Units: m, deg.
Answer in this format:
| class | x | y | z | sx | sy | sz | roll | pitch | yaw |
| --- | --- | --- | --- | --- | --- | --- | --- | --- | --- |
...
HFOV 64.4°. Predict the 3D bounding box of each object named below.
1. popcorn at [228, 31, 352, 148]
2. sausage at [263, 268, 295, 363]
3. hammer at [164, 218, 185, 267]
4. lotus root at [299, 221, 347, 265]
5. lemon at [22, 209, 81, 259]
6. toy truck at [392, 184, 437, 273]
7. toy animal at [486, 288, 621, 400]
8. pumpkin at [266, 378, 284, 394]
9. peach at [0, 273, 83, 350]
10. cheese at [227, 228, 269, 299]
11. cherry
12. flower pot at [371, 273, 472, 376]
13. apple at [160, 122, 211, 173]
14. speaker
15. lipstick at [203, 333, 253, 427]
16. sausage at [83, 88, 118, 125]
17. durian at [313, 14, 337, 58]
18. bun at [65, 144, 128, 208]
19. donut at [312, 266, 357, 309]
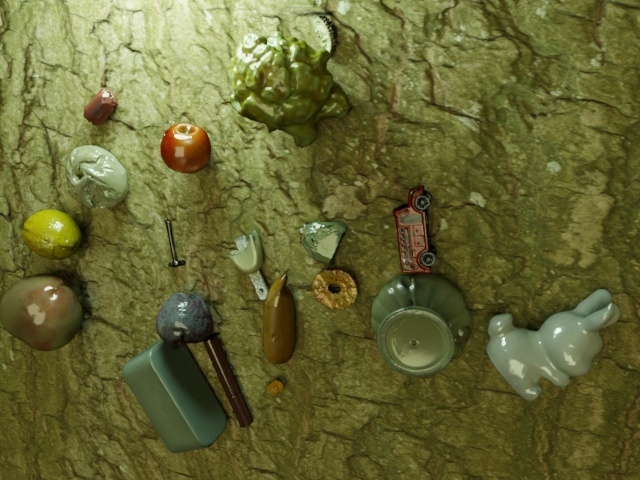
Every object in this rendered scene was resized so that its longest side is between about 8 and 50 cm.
| class | x | y | z | sx | sy | sz | roll | pitch | yaw |
| --- | --- | --- | --- | --- | --- | --- | --- | --- | --- |
| popcorn | -0.098 | -0.440 | 1.425 | 0.336 | 0.279 | 0.274 | 27 | 90 | 21 |
| sausage | -0.136 | 0.249 | 1.689 | 0.112 | 0.112 | 0.328 | 6 | 105 | 14 |
| hammer | -0.519 | 0.008 | 1.786 | 0.065 | 0.021 | 0.178 | -5 | 100 | 16 |
| lotus root | -0.001 | 0.002 | 1.610 | 0.144 | 0.070 | 0.142 | 16 | 107 | 12 |
| lemon | -0.961 | -0.020 | 1.819 | 0.193 | 0.180 | 0.180 | 5 | 106 | -8 |
| toy truck | 0.279 | -0.033 | 1.503 | 0.114 | 0.107 | 0.252 | -6 | 102 | 16 |
| toy animal | 0.659 | 0.271 | 1.431 | 0.368 | 0.196 | 0.241 | -31 | 92 | 22 |
| pumpkin | -0.157 | 0.516 | 1.806 | 0.083 | 0.028 | 0.050 | -34 | 94 | 29 |
| peach | -1.020 | 0.259 | 1.865 | 0.292 | 0.247 | 0.292 | 18 | 122 | 30 |
| cheese | -0.226 | 0.090 | 1.706 | 0.127 | 0.050 | 0.234 | -21 | 99 | 17 |
| cherry | -0.467 | 0.273 | 1.756 | 0.195 | 0.195 | 0.195 | 4 | 105 | 15 |
| flower pot | 0.292 | 0.260 | 1.503 | 0.308 | 0.244 | 0.307 | 4 | 106 | 15 |
| apple | -0.426 | -0.294 | 1.609 | 0.164 | 0.163 | 0.139 | 22 | 120 | 9 |
| speaker | -0.532 | 0.565 | 1.846 | 0.184 | 0.183 | 0.406 | -26 | 96 | 25 |
| lipstick | -0.334 | 0.508 | 1.839 | 0.057 | 0.057 | 0.356 | -19 | 97 | 19 |
| sausage | -0.734 | -0.447 | 1.702 | 0.141 | 0.076 | 0.076 | -40 | 91 | 22 |
| durian | 0.017 | -0.593 | 1.465 | 0.066 | 0.052 | 0.130 | -19 | 99 | 22 |
| bun | -0.785 | -0.210 | 1.751 | 0.237 | 0.116 | 0.209 | 37 | 111 | 5 |
| donut | 0.051 | 0.151 | 1.640 | 0.152 | 0.058 | 0.151 | 4 | 104 | 16 |
